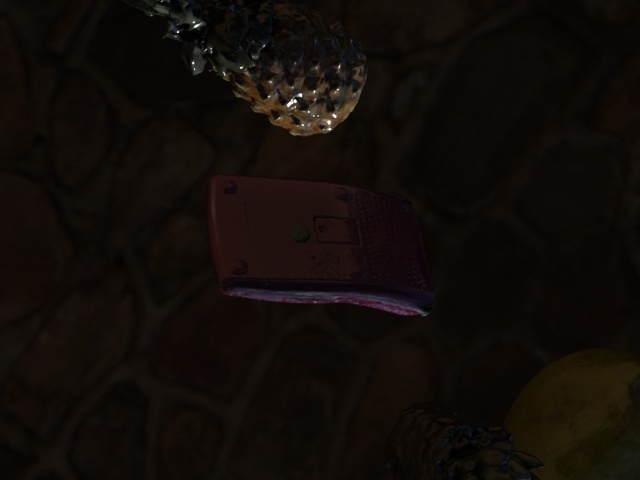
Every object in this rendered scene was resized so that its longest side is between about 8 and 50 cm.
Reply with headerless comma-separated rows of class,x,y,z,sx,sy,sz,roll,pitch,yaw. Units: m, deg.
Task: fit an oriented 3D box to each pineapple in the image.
pineapple,-0.088,-0.233,1.462,0.141,0.310,0.170,-58,-149,4

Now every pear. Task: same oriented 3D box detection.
pear,0.434,0.350,2.021,0.352,0.352,0.413,-47,165,-33

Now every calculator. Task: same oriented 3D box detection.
calculator,0.000,0.000,1.080,0.034,0.190,0.127,119,-30,-46

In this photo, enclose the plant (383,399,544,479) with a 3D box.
plant,0.159,0.265,1.477,0.132,0.194,0.129,11,101,-29
